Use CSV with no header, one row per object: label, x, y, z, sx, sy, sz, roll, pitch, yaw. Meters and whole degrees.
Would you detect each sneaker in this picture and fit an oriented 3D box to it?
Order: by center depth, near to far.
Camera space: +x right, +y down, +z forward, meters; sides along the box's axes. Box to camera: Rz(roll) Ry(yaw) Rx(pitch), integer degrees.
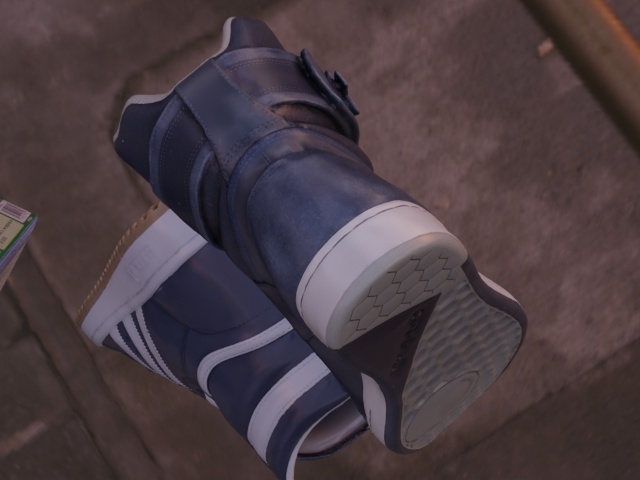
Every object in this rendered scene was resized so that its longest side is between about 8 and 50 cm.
sneaker,0.001,-0.002,0.616,0.086,0.226,0.163,-42,63,-6
sneaker,-0.045,0.059,0.785,0.099,0.282,0.153,-41,88,-19

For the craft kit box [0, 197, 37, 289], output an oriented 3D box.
craft kit box,-0.271,0.104,0.894,0.061,0.250,0.247,25,100,-7
